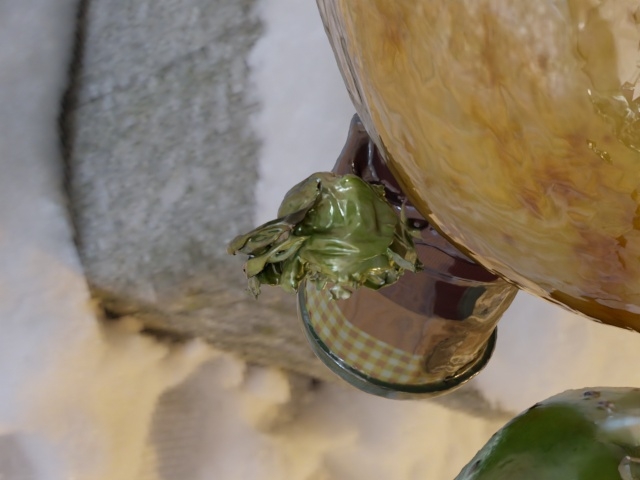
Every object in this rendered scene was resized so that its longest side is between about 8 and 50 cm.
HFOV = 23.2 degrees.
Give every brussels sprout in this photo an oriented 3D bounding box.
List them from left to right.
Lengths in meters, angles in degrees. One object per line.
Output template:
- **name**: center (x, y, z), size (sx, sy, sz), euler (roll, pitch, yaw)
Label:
- **brussels sprout**: center (0.000, 0.000, 0.698), size (0.085, 0.085, 0.058), euler (-16, 86, -43)

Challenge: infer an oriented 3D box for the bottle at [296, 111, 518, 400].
- **bottle**: center (0.073, -0.025, 0.904), size (0.143, 0.271, 0.156), euler (2, 51, -17)

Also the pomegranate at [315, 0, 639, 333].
- **pomegranate**: center (0.174, -0.107, 0.606), size (0.410, 0.410, 0.410), euler (12, 72, -40)

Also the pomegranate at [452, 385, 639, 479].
- **pomegranate**: center (0.155, 0.180, 0.827), size (0.286, 0.230, 0.231), euler (51, 39, -70)
